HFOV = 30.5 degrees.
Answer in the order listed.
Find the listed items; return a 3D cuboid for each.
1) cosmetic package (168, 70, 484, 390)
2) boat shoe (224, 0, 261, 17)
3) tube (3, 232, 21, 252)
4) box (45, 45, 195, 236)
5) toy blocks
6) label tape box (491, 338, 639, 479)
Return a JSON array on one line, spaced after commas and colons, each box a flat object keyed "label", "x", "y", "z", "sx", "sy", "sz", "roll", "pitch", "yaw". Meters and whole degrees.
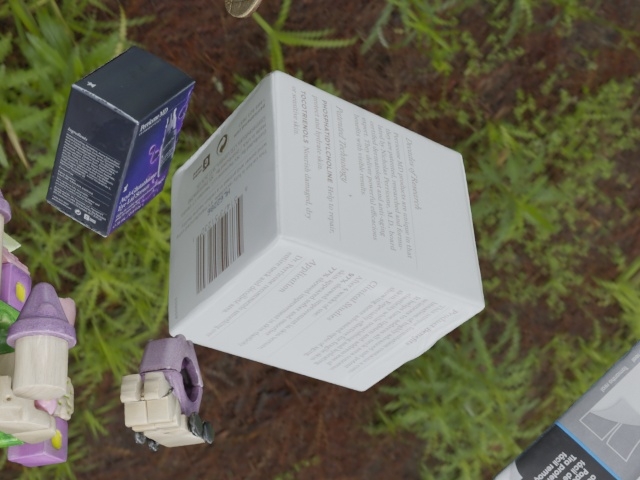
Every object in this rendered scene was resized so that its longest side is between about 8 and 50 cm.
[{"label": "cosmetic package", "x": 0.000, "y": 0.000, "z": 1.912, "sx": 0.393, "sy": 0.327, "sz": 0.329, "roll": 21, "pitch": 138, "yaw": -31}, {"label": "boat shoe", "x": -0.077, "y": -0.390, "z": 1.636, "sx": 0.060, "sy": 0.064, "sz": 0.178, "roll": 16, "pitch": 96, "yaw": -64}, {"label": "tube", "x": -0.486, "y": 0.045, "z": 1.414, "sx": 0.240, "sy": 0.062, "sz": 0.070, "roll": -34, "pitch": 91, "yaw": -29}, {"label": "box", "x": -0.275, "y": -0.137, "z": 1.611, "sx": 0.153, "sy": 0.108, "sz": 0.207, "roll": -49, "pitch": 166, "yaw": -50}, {"label": "toy blocks", "x": -0.288, "y": 0.052, "z": 1.069, "sx": 0.309, "sy": 0.260, "sz": 0.288, "roll": -9, "pitch": 156, "yaw": 12}, {"label": "label tape box", "x": 0.339, "y": 0.270, "z": 1.031, "sx": 0.240, "sy": 0.333, "sz": 0.106, "roll": -37, "pitch": 158, "yaw": -26}]
